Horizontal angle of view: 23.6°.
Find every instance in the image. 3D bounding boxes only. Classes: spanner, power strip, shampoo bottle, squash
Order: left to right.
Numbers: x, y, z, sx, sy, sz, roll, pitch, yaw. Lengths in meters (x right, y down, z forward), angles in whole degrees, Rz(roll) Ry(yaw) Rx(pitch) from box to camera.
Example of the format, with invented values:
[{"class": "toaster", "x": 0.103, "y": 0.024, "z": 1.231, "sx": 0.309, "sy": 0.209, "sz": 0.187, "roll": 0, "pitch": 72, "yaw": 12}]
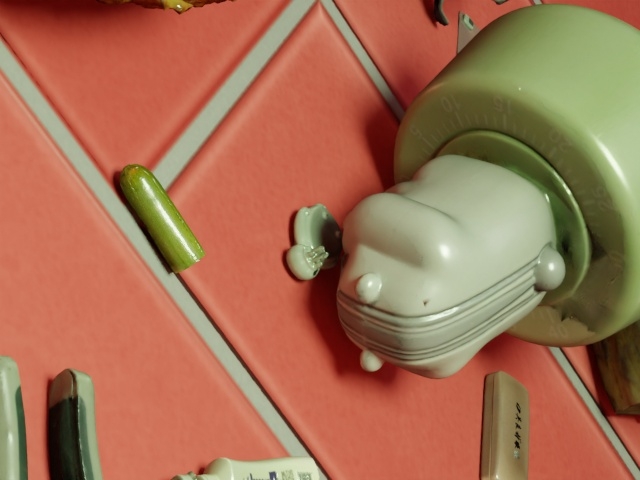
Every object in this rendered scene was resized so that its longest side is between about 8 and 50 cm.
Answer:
[{"class": "spanner", "x": -0.153, "y": 0.224, "z": 0.876, "sx": 0.095, "sy": 0.040, "sz": 0.325, "roll": 19, "pitch": 56, "yaw": -48}, {"class": "squash", "x": -0.114, "y": -0.018, "z": 1.079, "sx": 0.083, "sy": 0.027, "sz": 0.027, "roll": 58, "pitch": 35, "yaw": -11}, {"class": "shampoo bottle", "x": -0.052, "y": 0.170, "z": 1.053, "sx": 0.141, "sy": 0.034, "sz": 0.049, "roll": 14, "pitch": 68, "yaw": -50}, {"class": "power strip", "x": 0.000, "y": 0.000, "z": 1.223, "sx": 0.055, "sy": 0.035, "sz": 0.083, "roll": 56, "pitch": 33, "yaw": -17}]

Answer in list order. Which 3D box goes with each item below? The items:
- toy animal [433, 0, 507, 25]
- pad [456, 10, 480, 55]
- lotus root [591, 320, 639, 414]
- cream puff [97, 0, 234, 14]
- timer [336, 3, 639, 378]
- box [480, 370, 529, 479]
[{"class": "toy animal", "x": 0.142, "y": -0.305, "z": 1.471, "sx": 0.160, "sy": 0.197, "sz": 0.272, "roll": 51, "pitch": 32, "yaw": -28}, {"class": "pad", "x": 0.173, "y": -0.138, "z": 1.567, "sx": 0.113, "sy": 0.006, "sz": 0.188, "roll": 39, "pitch": 43, "yaw": -36}, {"class": "lotus root", "x": 0.378, "y": 0.011, "z": 1.571, "sx": 0.250, "sy": 0.250, "sz": 0.346, "roll": 13, "pitch": 58, "yaw": -51}, {"class": "cream puff", "x": -0.138, "y": -0.315, "z": 1.034, "sx": 0.350, "sy": 0.229, "sz": 0.350, "roll": -17, "pitch": 109, "yaw": -62}, {"class": "timer", "x": 0.134, "y": -0.005, "z": 1.250, "sx": 0.315, "sy": 0.291, "sz": 0.291, "roll": -34, "pitch": 100, "yaw": -35}, {"class": "box", "x": 0.166, "y": 0.173, "z": 1.362, "sx": 0.048, "sy": 0.025, "sz": 0.115, "roll": 42, "pitch": 41, "yaw": -36}]
